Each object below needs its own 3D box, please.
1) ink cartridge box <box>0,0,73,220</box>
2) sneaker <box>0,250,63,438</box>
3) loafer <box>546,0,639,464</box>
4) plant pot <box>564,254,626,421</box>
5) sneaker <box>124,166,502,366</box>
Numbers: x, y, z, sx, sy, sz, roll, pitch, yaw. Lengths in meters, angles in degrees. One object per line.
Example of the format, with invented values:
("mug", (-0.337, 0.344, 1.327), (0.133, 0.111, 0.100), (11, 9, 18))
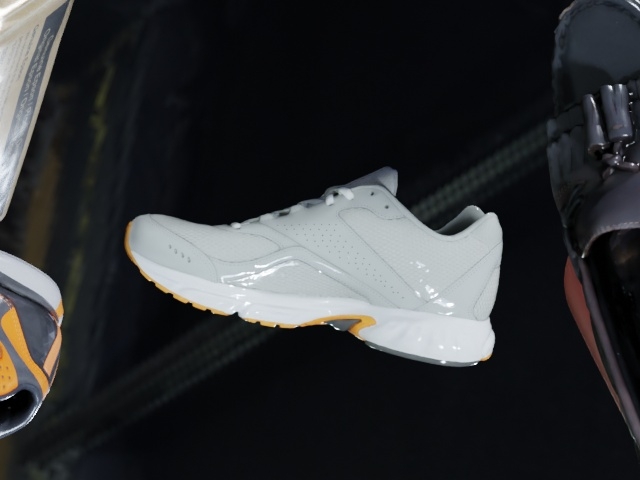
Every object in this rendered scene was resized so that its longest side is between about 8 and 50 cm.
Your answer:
("ink cartridge box", (-0.259, -0.115, 0.991), (0.088, 0.235, 0.193), (-48, 170, -44))
("sneaker", (-0.360, 0.062, 1.530), (0.124, 0.321, 0.180), (-56, -158, 38))
("loafer", (0.171, 0.013, 0.903), (0.109, 0.095, 0.302), (-26, -106, 37))
("plant pot", (0.331, 0.097, 1.342), (0.275, 0.275, 0.243), (-48, -138, 38))
("sneaker", (0.000, 0.000, 1.299), (0.099, 0.262, 0.121), (-116, -142, -80))
